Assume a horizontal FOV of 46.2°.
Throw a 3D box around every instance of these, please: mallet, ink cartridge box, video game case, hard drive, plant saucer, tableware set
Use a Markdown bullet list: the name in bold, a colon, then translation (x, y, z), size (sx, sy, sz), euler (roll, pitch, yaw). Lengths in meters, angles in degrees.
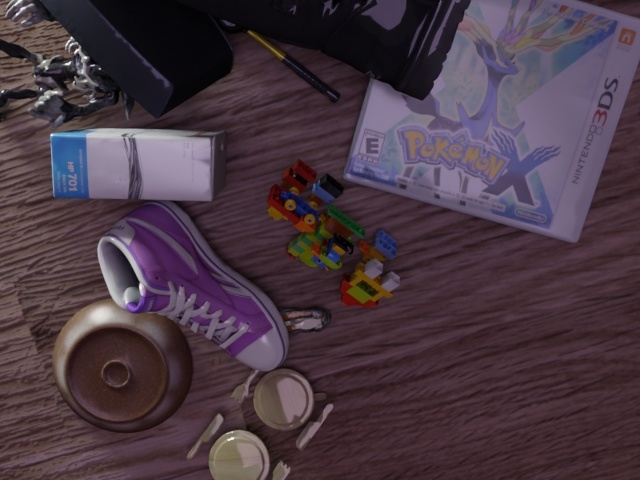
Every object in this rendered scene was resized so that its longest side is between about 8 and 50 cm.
- **mallet**: translation (-0.055, -0.242, 0.972), size (0.189, 0.062, 0.039), euler (35, 95, -21)
- **ink cartridge box**: translation (-0.220, -0.099, 0.939), size (0.190, 0.139, 0.082), euler (3, 101, 0)
- **video game case**: translation (0.225, -0.180, 0.979), size (0.328, 0.036, 0.300), euler (15, 99, -2)
- **hard drive**: translation (-0.226, -0.281, 0.895), size (0.255, 0.172, 0.054), euler (48, 134, -4)
- **plant saucer**: translation (-0.279, 0.181, 1.041), size (0.198, 0.036, 0.199), euler (0, 100, 1)
- **tableware set**: translation (-0.080, 0.265, 1.056), size (0.128, 0.039, 0.194), euler (36, 92, 6)

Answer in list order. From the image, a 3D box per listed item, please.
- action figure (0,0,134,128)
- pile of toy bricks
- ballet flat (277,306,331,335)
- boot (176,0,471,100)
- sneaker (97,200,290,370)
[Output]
- **action figure**: translation (-0.332, -0.213, 0.921), size (0.275, 0.141, 0.164), euler (-13, 94, 5)
- **pile of toy bricks**: translation (0.000, 0.000, 0.989), size (0.212, 0.118, 0.105), euler (37, 127, -22)
- **ballet flat**: translation (-0.042, 0.113, 1.028), size (0.114, 0.041, 0.041), euler (-8, 100, 1)
- **boot**: translation (-0.022, -0.402, 0.819), size (0.445, 0.146, 0.367), euler (20, 94, -9)
- **sneaker**: translation (-0.169, 0.086, 0.953), size (0.282, 0.161, 0.102), euler (45, 119, -4)
